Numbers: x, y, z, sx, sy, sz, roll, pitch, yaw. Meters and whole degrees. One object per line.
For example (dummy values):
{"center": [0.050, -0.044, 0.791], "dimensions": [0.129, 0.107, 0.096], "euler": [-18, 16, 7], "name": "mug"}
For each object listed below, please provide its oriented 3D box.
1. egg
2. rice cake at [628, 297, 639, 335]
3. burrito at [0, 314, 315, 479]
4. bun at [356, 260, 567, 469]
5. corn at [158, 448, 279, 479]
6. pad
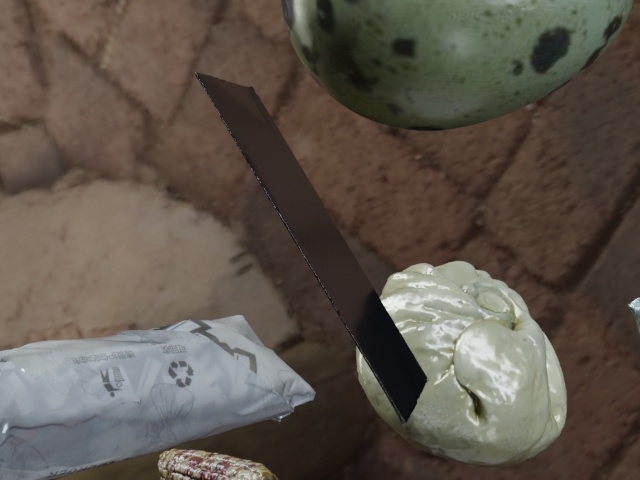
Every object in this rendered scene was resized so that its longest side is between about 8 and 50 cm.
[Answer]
{"center": [0.088, -0.160, 1.001], "dimensions": [0.228, 0.177, 0.177], "euler": [-5, 107, -3], "name": "egg"}
{"center": [0.395, 0.118, 1.871], "dimensions": [0.021, 0.022, 0.121], "euler": [-117, 2, -56], "name": "rice cake"}
{"center": [-0.091, 0.069, 0.689], "dimensions": [0.064, 0.203, 0.064], "euler": [10, 103, 47], "name": "burrito"}
{"center": [0.162, 0.127, 1.759], "dimensions": [0.259, 0.259, 0.160], "euler": [41, 132, 21], "name": "bun"}
{"center": [-0.139, 0.319, 2.052], "dimensions": [0.237, 0.079, 0.079], "euler": [3, 108, 50], "name": "corn"}
{"center": [0.000, 0.000, 1.514], "dimensions": [0.007, 0.247, 0.368], "euler": [-32, 88, 10], "name": "pad"}
